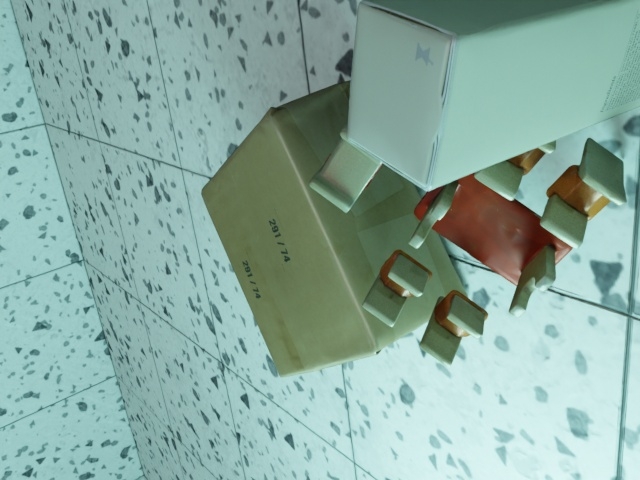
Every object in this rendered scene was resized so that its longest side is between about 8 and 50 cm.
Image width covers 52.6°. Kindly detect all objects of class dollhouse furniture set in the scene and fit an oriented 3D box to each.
[{"bbox_3d":[0.132,-0.043,0.669,0.259,0.135,0.262,35,128,1],"label":"dollhouse furniture set"}]

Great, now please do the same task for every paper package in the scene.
[{"bbox_3d":[0.000,0.000,0.910,0.309,0.168,0.325,-31,83,58],"label":"paper package"}]

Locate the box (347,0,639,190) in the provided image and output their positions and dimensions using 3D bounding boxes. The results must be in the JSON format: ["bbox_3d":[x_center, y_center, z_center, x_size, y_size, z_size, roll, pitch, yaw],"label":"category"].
[{"bbox_3d":[0.156,-0.139,0.498,0.094,0.275,0.113,40,138,39],"label":"box"}]
